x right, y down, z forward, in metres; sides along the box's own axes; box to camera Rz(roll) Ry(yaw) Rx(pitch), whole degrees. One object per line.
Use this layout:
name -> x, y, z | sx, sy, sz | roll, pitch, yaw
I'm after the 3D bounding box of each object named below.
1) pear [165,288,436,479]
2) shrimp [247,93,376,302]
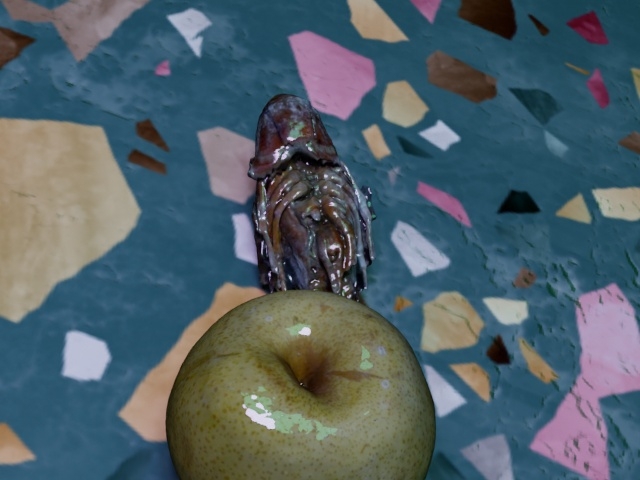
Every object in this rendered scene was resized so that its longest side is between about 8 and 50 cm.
pear -> -0.014, 0.111, 0.873 | 0.167, 0.136, 0.167 | 8, 52, -10
shrimp -> 0.000, 0.000, 0.996 | 0.090, 0.079, 0.233 | -9, 64, -18
